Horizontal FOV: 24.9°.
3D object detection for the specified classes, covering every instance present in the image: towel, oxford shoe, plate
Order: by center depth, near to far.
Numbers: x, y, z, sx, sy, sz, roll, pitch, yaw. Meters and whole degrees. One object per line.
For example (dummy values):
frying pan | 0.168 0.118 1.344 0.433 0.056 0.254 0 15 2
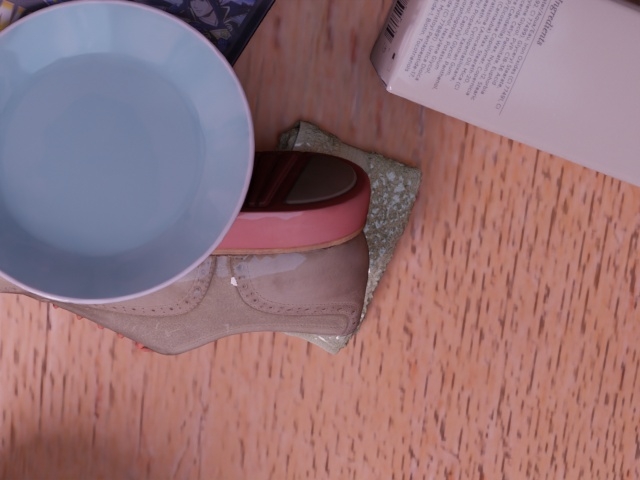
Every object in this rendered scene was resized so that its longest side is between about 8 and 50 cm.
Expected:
plate | -0.132 -0.053 0.863 0.188 0.024 0.188 0 76 -1
oxford shoe | -0.139 0.024 0.942 0.348 0.123 0.130 -1 118 7
towel | 0.000 0.000 1.005 0.110 0.027 0.148 21 105 -13

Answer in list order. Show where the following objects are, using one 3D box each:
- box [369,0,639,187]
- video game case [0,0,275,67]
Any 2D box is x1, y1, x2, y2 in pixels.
box | 0.180 -0.110 0.951 0.275 0.094 0.113 21 105 -12
video game case | -0.150 -0.195 0.856 0.274 0.035 0.248 22 124 -24
